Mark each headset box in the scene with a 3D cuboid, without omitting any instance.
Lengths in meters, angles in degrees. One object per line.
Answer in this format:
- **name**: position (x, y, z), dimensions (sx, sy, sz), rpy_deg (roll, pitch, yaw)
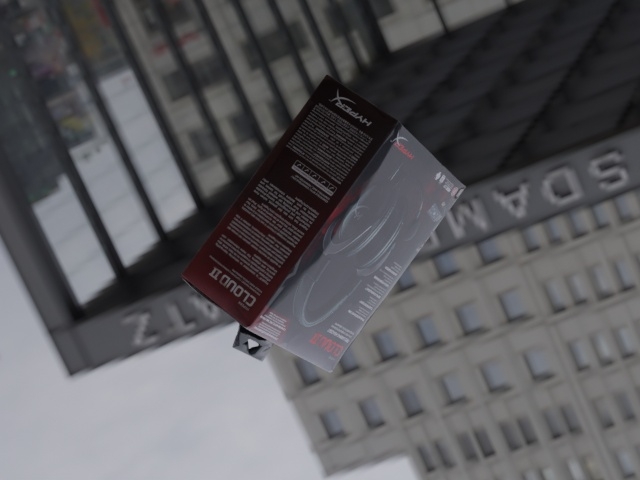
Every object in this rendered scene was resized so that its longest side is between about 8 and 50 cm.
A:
- **headset box**: position (0.000, 0.000, 0.468), dimensions (0.083, 0.032, 0.062), rpy_deg (-55, 150, -1)
